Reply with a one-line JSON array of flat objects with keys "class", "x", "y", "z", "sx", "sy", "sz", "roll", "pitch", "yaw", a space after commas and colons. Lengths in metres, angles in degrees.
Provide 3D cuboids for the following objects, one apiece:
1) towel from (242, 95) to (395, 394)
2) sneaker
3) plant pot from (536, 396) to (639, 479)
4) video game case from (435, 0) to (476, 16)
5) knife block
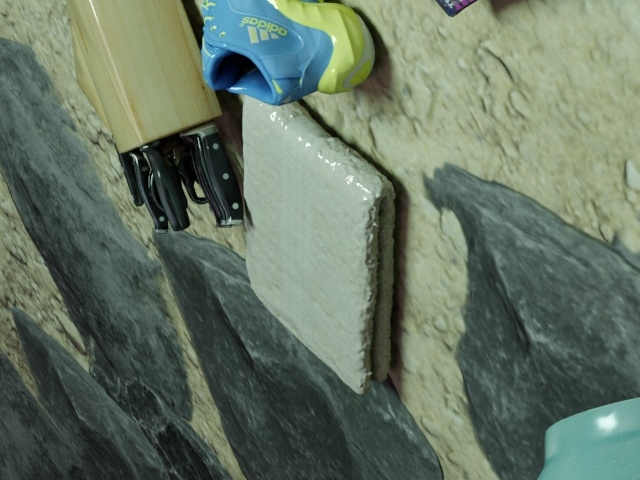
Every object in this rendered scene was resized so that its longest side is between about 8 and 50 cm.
[{"class": "towel", "x": 0.000, "y": 0.000, "z": 1.637, "sx": 0.187, "sy": 0.049, "sz": 0.282, "roll": 41, "pitch": 148, "yaw": 32}, {"class": "sneaker", "x": -0.068, "y": -0.199, "z": 1.457, "sx": 0.240, "sy": 0.126, "sz": 0.091, "roll": 45, "pitch": 150, "yaw": 28}, {"class": "plant pot", "x": 0.250, "y": 0.207, "z": 1.174, "sx": 0.293, "sy": 0.293, "sz": 0.196, "roll": 134, "pitch": 131, "yaw": -64}, {"class": "video game case", "x": 0.059, "y": -0.267, "z": 1.166, "sx": 0.232, "sy": 0.042, "sz": 0.210, "roll": 49, "pitch": 165, "yaw": -5}, {"class": "knife block", "x": -0.153, "y": -0.142, "z": 1.675, "sx": 0.242, "sy": 0.088, "sz": 0.276, "roll": 52, "pitch": 154, "yaw": 37}]
